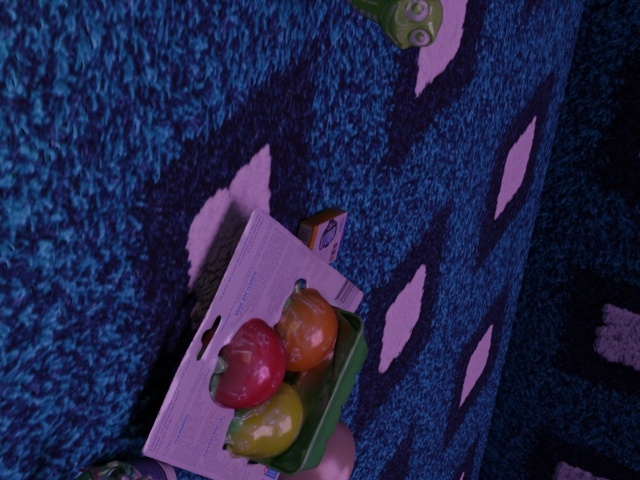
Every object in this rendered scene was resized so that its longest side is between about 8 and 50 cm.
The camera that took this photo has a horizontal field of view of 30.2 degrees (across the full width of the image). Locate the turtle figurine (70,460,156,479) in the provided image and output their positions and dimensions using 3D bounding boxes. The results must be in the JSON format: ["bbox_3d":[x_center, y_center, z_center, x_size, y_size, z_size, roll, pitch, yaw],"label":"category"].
[{"bbox_3d":[-0.268,0.305,1.205,0.234,0.118,0.175,17,79,-55],"label":"turtle figurine"}]

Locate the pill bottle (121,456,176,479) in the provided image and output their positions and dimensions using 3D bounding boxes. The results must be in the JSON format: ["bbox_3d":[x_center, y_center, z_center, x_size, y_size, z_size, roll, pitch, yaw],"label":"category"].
[{"bbox_3d":[-0.217,0.289,1.391,0.120,0.067,0.067,8,102,-70],"label":"pill bottle"}]

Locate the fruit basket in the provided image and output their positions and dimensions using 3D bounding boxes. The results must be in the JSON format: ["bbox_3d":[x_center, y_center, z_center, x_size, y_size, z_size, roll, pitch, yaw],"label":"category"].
[{"bbox_3d":[-0.083,0.159,1.553,0.353,0.165,0.327,37,74,-54],"label":"fruit basket"}]

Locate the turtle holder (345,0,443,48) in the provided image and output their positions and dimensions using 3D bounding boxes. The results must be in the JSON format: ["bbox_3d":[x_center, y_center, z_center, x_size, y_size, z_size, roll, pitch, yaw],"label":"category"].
[{"bbox_3d":[0.132,-0.408,1.366,0.320,0.227,0.243,-56,158,-32],"label":"turtle holder"}]

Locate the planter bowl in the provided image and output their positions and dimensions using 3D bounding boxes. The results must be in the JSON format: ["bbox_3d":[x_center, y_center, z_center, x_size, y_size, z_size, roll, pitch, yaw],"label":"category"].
[{"bbox_3d":[-0.043,0.317,1.782,0.109,0.162,0.162,41,69,-42],"label":"planter bowl"}]

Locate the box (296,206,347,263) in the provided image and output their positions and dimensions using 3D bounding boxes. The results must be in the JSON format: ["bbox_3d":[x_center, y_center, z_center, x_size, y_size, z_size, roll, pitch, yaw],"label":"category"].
[{"bbox_3d":[0.000,0.000,1.735,0.136,0.028,0.081,-29,136,-65],"label":"box"}]
